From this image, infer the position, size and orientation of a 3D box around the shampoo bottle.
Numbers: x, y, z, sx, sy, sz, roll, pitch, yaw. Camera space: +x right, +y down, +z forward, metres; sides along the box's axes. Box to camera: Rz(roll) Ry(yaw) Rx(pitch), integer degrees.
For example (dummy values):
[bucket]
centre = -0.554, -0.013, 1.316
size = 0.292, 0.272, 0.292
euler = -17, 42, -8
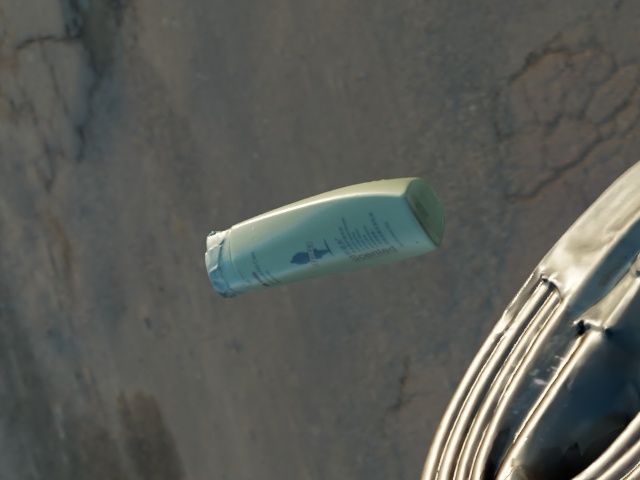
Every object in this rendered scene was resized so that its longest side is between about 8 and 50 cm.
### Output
[shampoo bottle]
centre = 0.000, 0.000, 1.172
size = 0.212, 0.049, 0.072
euler = -18, 123, 36

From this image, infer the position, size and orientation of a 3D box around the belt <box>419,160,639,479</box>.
[belt]
centre = 0.195, 0.075, 0.777
size = 0.122, 0.338, 0.217
euler = 43, 163, -26
